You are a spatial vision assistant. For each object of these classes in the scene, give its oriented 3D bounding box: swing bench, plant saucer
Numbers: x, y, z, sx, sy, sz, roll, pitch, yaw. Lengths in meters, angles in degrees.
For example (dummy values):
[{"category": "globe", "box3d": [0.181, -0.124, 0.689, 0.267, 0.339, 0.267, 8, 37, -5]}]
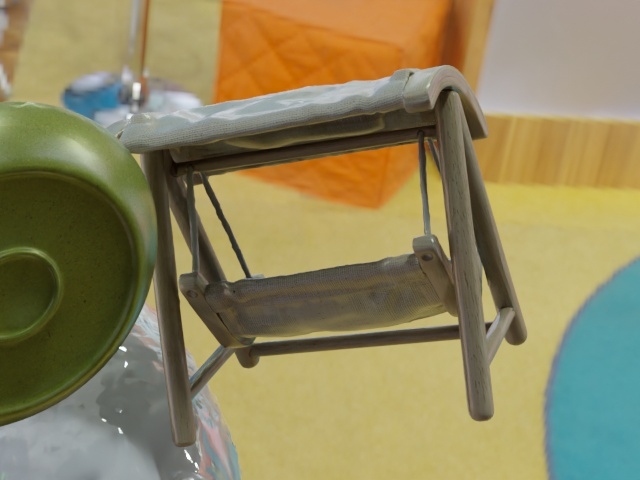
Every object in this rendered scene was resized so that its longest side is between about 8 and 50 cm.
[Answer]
[{"category": "swing bench", "box3d": [0.000, 0.000, 1.075, 0.253, 0.254, 0.165, -7, 17, 20]}, {"category": "plant saucer", "box3d": [-0.205, 0.029, 0.925, 0.241, 0.241, 0.037, -12, 31, -32]}]

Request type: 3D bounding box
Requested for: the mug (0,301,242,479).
[{"category": "mug", "box3d": [-0.254, 0.216, 1.243, 0.374, 0.276, 0.328, -47, 47, -2]}]
